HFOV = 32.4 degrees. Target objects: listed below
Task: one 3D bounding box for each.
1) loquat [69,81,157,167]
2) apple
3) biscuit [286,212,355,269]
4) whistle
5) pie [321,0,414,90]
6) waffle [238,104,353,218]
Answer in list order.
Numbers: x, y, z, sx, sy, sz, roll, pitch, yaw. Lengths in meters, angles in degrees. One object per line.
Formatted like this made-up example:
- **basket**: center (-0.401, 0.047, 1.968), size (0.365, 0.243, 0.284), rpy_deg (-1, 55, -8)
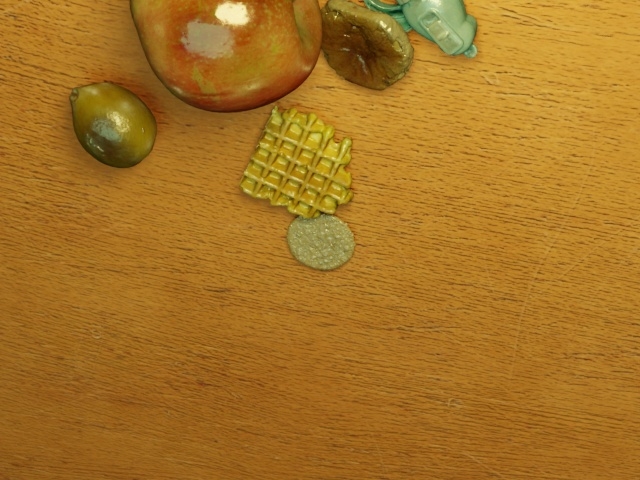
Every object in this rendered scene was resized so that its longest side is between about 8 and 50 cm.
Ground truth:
- **loquat**: center (-0.409, -0.229, 2.157), size (0.195, 0.152, 0.152), rpy_deg (38, 128, -24)
- **apple**: center (-0.147, -0.371, 1.860), size (0.277, 0.319, 0.319), rpy_deg (-14, 121, 19)
- **biscuit**: center (0.000, 0.000, 2.287), size (0.152, 0.020, 0.152), rpy_deg (8, 127, 11)
- **whistle**: center (0.174, -0.414, 1.875), size (0.186, 0.093, 0.274), rpy_deg (-33, 108, 36)
- **pie**: center (0.075, -0.344, 1.952), size (0.195, 0.046, 0.195), rpy_deg (25, 148, 17)
- **waffle**: center (-0.025, -0.146, 2.159), size (0.219, 0.057, 0.229), rpy_deg (26, 129, -4)
